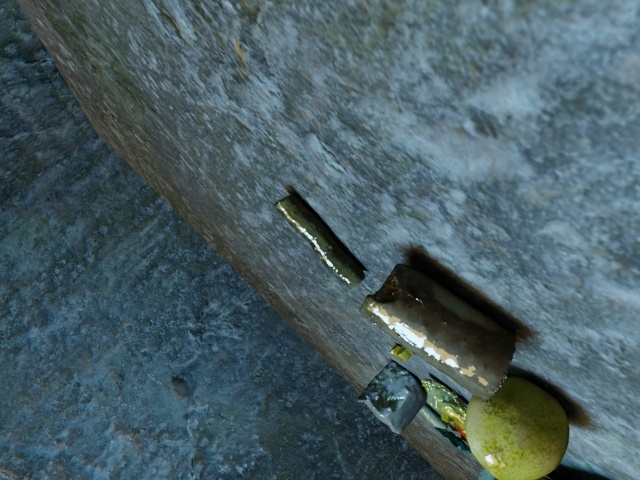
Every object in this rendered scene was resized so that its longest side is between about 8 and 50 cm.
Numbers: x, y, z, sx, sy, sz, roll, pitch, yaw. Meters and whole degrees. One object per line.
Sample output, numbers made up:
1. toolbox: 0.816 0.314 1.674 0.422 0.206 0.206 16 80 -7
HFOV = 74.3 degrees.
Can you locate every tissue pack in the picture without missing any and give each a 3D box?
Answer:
1. tissue pack: 0.395 0.580 1.223 0.138 0.028 0.085 41 172 -37

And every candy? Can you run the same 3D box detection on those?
1. candy: 0.243 0.526 1.403 0.137 0.185 0.195 34 161 45

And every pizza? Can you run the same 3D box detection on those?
1. pizza: 0.386 0.496 1.176 0.288 0.075 0.280 40 162 11

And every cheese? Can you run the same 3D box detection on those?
1. cheese: 0.383 0.624 1.547 0.194 0.043 0.065 42 162 5

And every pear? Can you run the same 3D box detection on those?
1. pear: 0.337 0.332 0.740 0.178 0.178 0.178 40 163 15

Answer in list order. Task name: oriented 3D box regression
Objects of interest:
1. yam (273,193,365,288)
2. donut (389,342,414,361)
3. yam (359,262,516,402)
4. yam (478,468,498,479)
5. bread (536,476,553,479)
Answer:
1. yam: 0.000 0.000 0.918 0.253 0.061 0.061 48 163 -12
2. donut: 0.221 0.311 1.180 0.083 0.038 0.067 22 156 47
3. yam: 0.192 0.141 0.691 0.238 0.128 0.129 33 127 18
4. yam: 0.635 0.883 1.474 0.194 0.107 0.107 46 163 -6
5. bread: 0.524 0.605 0.928 0.166 0.112 0.383 23 170 10
